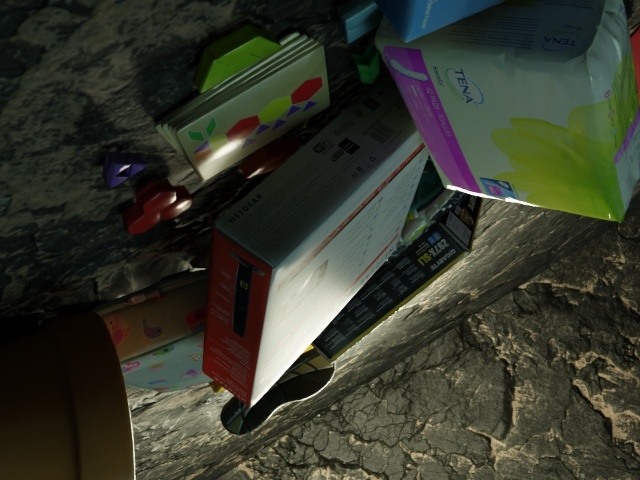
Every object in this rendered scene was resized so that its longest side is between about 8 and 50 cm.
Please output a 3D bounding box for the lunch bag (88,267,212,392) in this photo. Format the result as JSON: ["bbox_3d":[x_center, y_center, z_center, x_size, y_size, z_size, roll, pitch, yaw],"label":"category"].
[{"bbox_3d":[-0.198,0.135,1.247,0.224,0.108,0.279,-18,160,9],"label":"lunch bag"}]

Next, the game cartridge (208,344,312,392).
[{"bbox_3d":[-0.050,0.179,1.813,0.323,0.053,0.285,-20,159,-45],"label":"game cartridge"}]

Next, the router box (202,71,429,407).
[{"bbox_3d":[0.000,0.000,1.065,0.335,0.082,0.301,-45,161,-34],"label":"router box"}]

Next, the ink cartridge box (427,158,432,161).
[{"bbox_3d":[0.232,-0.169,1.317,0.208,0.045,0.206,-18,163,4],"label":"ink cartridge box"}]

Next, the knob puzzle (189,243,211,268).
[{"bbox_3d":[-0.068,-0.011,1.264,0.213,0.030,0.213,-30,163,-10],"label":"knob puzzle"}]

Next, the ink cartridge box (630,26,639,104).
[{"bbox_3d":[0.618,-0.345,1.422,0.271,0.130,0.309,-22,160,-30],"label":"ink cartridge box"}]

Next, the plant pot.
[{"bbox_3d":[-0.358,0.239,1.050,0.203,0.291,0.291,-5,151,-27],"label":"plant pot"}]

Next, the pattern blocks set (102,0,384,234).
[{"bbox_3d":[-0.075,-0.133,0.911,0.324,0.026,0.285,-29,163,-14],"label":"pattern blocks set"}]

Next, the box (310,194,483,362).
[{"bbox_3d":[0.130,0.043,1.532,0.322,0.079,0.257,-42,-171,25],"label":"box"}]

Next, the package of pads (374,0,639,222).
[{"bbox_3d":[0.210,-0.139,0.916,0.101,0.229,0.296,-65,146,-18],"label":"package of pads"}]

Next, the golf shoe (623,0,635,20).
[{"bbox_3d":[0.257,-0.256,1.102,0.272,0.105,0.120,-26,180,-10],"label":"golf shoe"}]

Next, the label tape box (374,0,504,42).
[{"bbox_3d":[0.203,-0.328,0.699,0.347,0.115,0.249,-27,162,-12],"label":"label tape box"}]

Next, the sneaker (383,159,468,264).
[{"bbox_3d":[0.139,-0.073,1.288,0.275,0.110,0.107,-42,171,22],"label":"sneaker"}]

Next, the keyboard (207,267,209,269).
[{"bbox_3d":[-0.130,0.053,1.269,0.180,0.023,0.108,-30,162,35],"label":"keyboard"}]

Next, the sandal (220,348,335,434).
[{"bbox_3d":[-0.108,0.343,2.094,0.302,0.120,0.086,-31,-169,-2],"label":"sandal"}]
